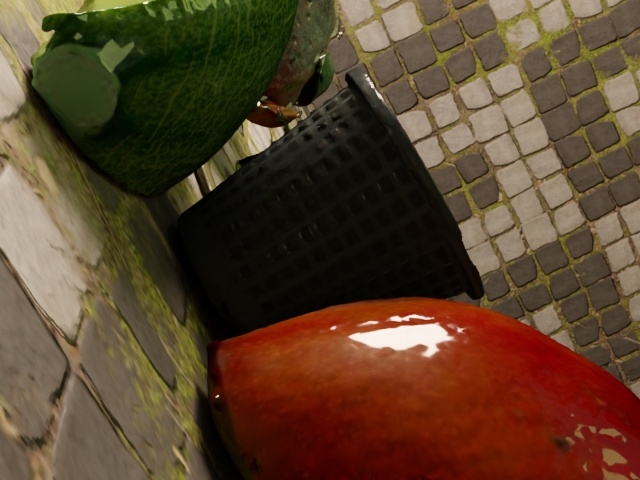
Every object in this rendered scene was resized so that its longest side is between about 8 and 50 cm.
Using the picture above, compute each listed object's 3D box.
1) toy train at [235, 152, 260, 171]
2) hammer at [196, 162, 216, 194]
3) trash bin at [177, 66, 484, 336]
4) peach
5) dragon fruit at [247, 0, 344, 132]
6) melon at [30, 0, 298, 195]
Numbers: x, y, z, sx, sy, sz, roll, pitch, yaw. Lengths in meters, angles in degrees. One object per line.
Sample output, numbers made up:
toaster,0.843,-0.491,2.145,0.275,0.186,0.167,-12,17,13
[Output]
toy train,-0.014,0.020,1.127,0.085,0.053,0.249,-96,161,-54
hammer,-0.078,-0.018,0.907,0.199,0.013,0.062,67,7,31
trash bin,0.000,0.000,0.761,0.175,0.161,0.175,59,3,-5
peach,0.066,0.175,0.635,0.338,0.281,0.281,29,3,6
dragon fruit,-0.079,-0.246,1.067,0.268,0.130,0.295,-49,133,-38
melon,-0.093,-0.118,0.738,0.124,0.196,0.323,27,21,-7
